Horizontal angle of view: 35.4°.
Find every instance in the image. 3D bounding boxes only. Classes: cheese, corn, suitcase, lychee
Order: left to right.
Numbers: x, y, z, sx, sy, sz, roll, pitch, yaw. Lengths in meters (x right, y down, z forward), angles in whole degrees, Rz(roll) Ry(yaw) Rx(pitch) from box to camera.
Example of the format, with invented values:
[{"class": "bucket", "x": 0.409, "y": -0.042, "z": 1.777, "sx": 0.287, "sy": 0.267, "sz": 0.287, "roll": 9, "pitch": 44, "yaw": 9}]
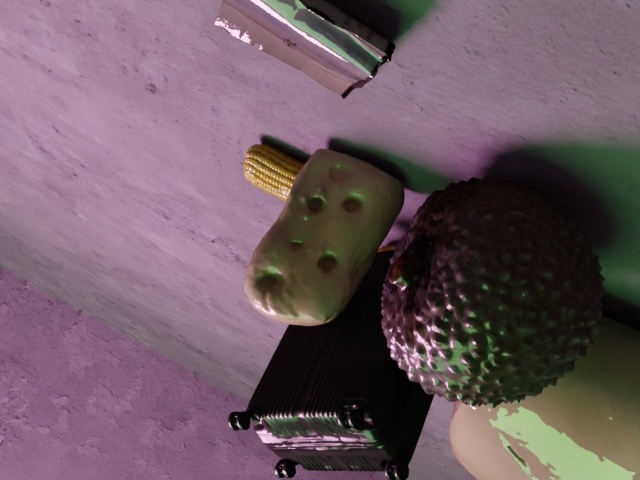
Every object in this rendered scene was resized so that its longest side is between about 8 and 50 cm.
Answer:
[{"class": "corn", "x": -0.040, "y": -0.092, "z": 1.553, "sx": 0.165, "sy": 0.063, "sz": 0.085, "roll": 23, "pitch": 134, "yaw": 11}, {"class": "cheese", "x": -0.001, "y": 0.000, "z": 1.427, "sx": 0.159, "sy": 0.262, "sz": 0.093, "roll": 25, "pitch": 171, "yaw": 20}, {"class": "suitcase", "x": 0.053, "y": 0.170, "z": 1.447, "sx": 0.230, "sy": 0.335, "sz": 0.152, "roll": -9, "pitch": 130, "yaw": 38}, {"class": "lychee", "x": 0.211, "y": 0.072, "z": 1.268, "sx": 0.300, "sy": 0.300, "sz": 0.300, "roll": 26, "pitch": 159, "yaw": 11}]

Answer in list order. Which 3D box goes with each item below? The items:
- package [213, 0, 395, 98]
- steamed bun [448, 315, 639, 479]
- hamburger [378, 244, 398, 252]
[{"class": "package", "x": -0.022, "y": -0.250, "z": 1.185, "sx": 0.204, "sy": 0.062, "sz": 0.251, "roll": 33, "pitch": 172, "yaw": -8}, {"class": "steamed bun", "x": 0.382, "y": 0.293, "z": 1.565, "sx": 0.371, "sy": 0.289, "sz": 0.456, "roll": 23, "pitch": 158, "yaw": 19}, {"class": "hamburger", "x": 0.131, "y": 0.070, "z": 1.655, "sx": 0.190, "sy": 0.093, "sz": 0.164, "roll": 2, "pitch": 143, "yaw": 48}]
